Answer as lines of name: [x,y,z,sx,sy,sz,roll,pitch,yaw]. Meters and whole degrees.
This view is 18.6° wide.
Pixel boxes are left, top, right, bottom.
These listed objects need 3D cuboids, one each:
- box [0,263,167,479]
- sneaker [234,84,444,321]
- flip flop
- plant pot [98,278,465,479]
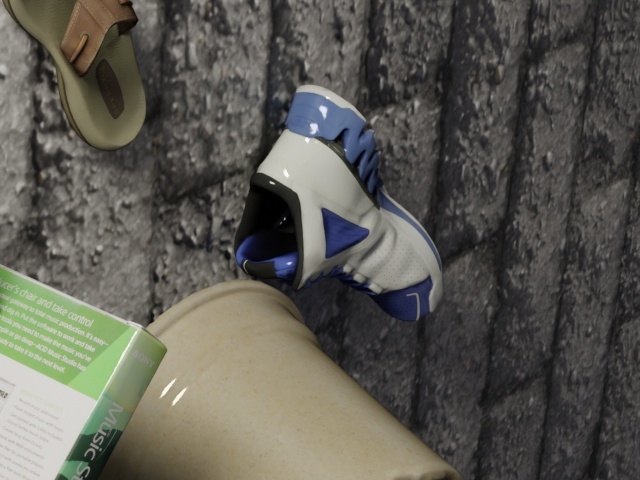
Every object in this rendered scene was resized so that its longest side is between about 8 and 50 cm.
box: [-0.299,0.183,1.665,0.322,0.232,0.058,-62,147,-9]
sneaker: [0.000,-0.001,2.100,0.182,0.127,0.315,-50,136,-20]
flip flop: [-0.201,-0.184,1.737,0.112,0.080,0.277,-48,141,-28]
plant pot: [-0.029,0.253,1.980,0.333,0.305,0.334,-30,135,-35]
